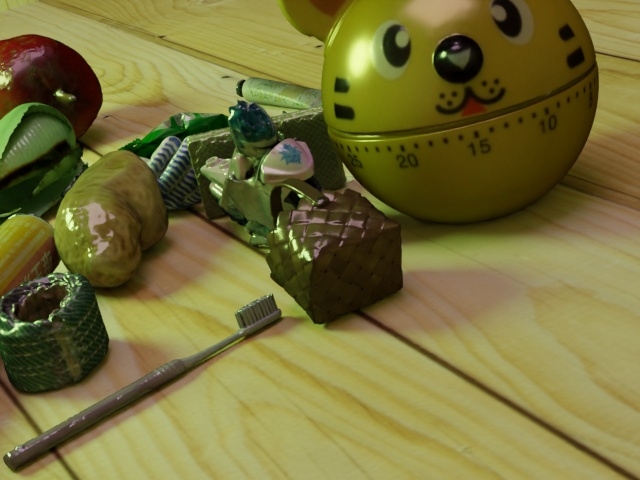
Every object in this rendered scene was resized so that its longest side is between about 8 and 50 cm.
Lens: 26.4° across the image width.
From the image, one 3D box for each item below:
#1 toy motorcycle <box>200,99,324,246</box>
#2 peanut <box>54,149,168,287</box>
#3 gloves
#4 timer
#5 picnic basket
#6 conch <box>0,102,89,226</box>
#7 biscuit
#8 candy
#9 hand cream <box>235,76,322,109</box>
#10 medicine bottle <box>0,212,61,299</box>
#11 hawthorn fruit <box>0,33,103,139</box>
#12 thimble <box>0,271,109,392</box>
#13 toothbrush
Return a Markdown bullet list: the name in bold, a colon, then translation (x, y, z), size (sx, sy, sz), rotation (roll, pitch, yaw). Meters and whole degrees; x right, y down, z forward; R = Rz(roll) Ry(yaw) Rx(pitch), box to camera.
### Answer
- **toy motorcycle**: translation (-0.076, -0.094, 1.702), size (0.239, 0.204, 0.108), rotation (0, 36, 36)
- **peanut**: translation (-0.268, -0.026, 1.752), size (0.137, 0.122, 0.253), rotation (15, 28, 2)
- **gloves**: translation (-0.228, -0.086, 1.915), size (0.229, 0.097, 0.119), rotation (-14, -10, 28)
- **timer**: translation (0.156, -0.224, 1.650), size (0.376, 0.387, 0.376), rotation (-13, 19, 5)
- **picnic basket**: translation (0.000, 0.000, 1.525), size (0.137, 0.128, 0.178), rotation (-21, 33, -24)
- **conch**: translation (-0.430, -0.102, 2.037), size (0.137, 0.143, 0.251), rotation (-49, 25, 24)
- **biscuit**: translation (-0.071, -0.106, 1.840), size (0.199, 0.121, 0.040), rotation (-14, 25, -1)
- **candy**: translation (-0.206, -0.145, 2.016), size (0.203, 0.078, 0.141), rotation (-9, -20, -28)
- **hand cream**: translation (-0.063, -0.246, 2.285), size (0.194, 0.042, 0.067), rotation (12, 31, 39)
- **medicine bottle**: translation (-0.411, 0.086, 1.576), size (0.108, 0.108, 0.426), rotation (-8, 22, 13)
- **hawthorn fruit**: translation (-0.476, -0.246, 2.309), size (0.215, 0.215, 0.249), rotation (-25, 30, -29)
- **thimble**: translation (-0.300, 0.100, 1.505), size (0.118, 0.090, 0.135), rotation (-13, 24, 6)
- **toothbrush**: translation (-0.176, 0.140, 1.417), size (0.354, 0.029, 0.024), rotation (-29, 14, -34)
